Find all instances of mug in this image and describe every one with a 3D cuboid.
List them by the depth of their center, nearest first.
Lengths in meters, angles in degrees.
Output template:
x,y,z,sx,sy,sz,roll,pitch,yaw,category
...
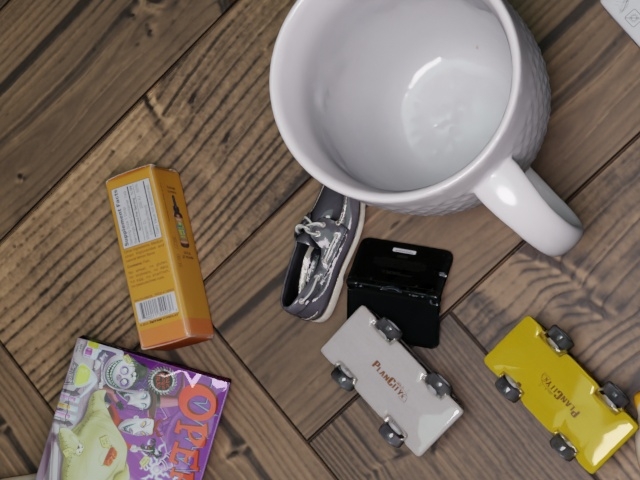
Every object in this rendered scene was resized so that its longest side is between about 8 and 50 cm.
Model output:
x,y,z,sx,sy,sz,roll,pitch,yaw,category
0.157,-0.127,1.689,0.276,0.328,0.374,-44,74,11,mug

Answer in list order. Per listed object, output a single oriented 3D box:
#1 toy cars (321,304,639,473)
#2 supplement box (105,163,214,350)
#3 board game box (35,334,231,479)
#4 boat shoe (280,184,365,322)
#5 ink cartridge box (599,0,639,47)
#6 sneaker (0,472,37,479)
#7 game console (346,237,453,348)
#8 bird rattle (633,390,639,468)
x,y,z,sx,sy,sz,roll,pitch,yaw,category
0.192,0.178,1.783,0.394,0.087,0.176,3,81,23,toy cars
-0.209,0.023,1.937,0.080,0.078,0.233,-15,80,21,supplement box
-0.261,0.316,1.912,0.208,0.056,0.346,16,91,-4,board game box
0.000,0.000,1.860,0.075,0.065,0.206,17,93,51,boat shoe
0.494,-0.210,1.720,0.165,0.065,0.332,-41,72,11,ink cartridge box
-0.382,0.344,1.973,0.188,0.066,0.071,-12,82,18,sneaker
0.099,0.064,1.860,0.122,0.071,0.107,9,58,19,game console
0.463,0.235,1.685,0.207,0.143,0.253,-13,94,29,bird rattle
